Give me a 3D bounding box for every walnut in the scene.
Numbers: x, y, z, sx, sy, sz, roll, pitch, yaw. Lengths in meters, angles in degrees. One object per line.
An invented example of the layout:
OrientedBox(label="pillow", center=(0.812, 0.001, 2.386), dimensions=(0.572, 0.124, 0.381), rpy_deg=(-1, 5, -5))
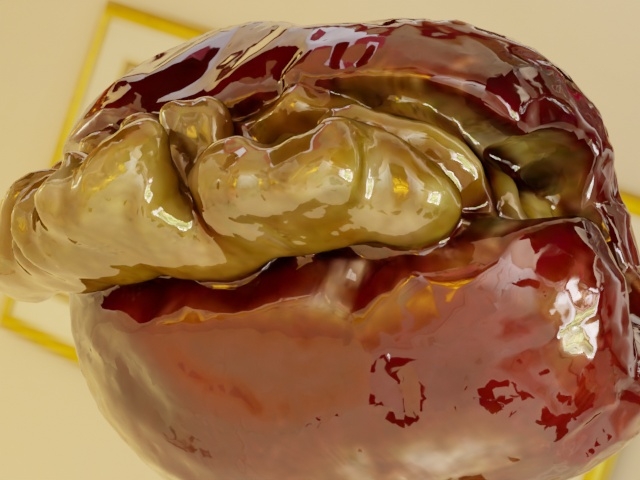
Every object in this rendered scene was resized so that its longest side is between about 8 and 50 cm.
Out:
OrientedBox(label="walnut", center=(0.000, 0.000, 0.701), dimensions=(0.269, 0.222, 0.244), rpy_deg=(-13, 148, 40))
